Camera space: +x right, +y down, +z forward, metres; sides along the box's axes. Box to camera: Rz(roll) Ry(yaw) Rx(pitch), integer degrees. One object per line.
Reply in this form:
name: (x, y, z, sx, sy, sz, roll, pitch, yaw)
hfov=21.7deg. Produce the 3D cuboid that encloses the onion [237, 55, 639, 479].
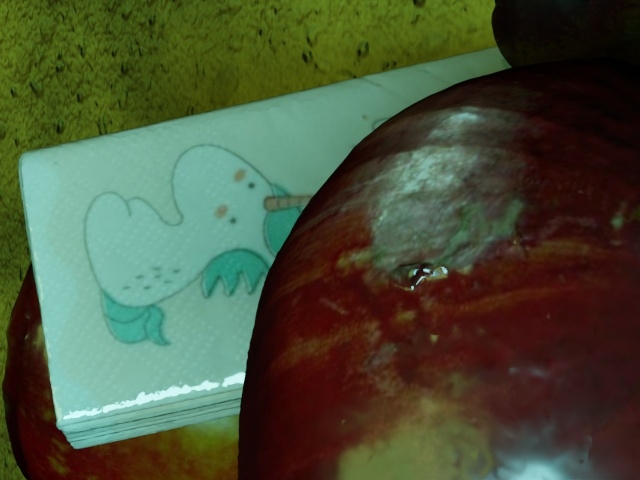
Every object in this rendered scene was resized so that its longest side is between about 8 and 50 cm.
onion: (0.112, 0.095, 0.741, 0.341, 0.341, 0.341, 1, 92, 54)

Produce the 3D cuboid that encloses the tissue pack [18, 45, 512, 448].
tissue pack: (0.000, 0.000, 0.944, 0.071, 0.325, 0.170, 78, 179, -72)

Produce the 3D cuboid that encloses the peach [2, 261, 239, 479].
peach: (-0.085, 0.093, 1.110, 0.245, 0.248, 0.275, 39, 158, 15)

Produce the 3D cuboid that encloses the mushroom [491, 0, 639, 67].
mushroom: (0.169, -0.202, 0.865, 0.227, 0.148, 0.218, -42, 42, 40)
